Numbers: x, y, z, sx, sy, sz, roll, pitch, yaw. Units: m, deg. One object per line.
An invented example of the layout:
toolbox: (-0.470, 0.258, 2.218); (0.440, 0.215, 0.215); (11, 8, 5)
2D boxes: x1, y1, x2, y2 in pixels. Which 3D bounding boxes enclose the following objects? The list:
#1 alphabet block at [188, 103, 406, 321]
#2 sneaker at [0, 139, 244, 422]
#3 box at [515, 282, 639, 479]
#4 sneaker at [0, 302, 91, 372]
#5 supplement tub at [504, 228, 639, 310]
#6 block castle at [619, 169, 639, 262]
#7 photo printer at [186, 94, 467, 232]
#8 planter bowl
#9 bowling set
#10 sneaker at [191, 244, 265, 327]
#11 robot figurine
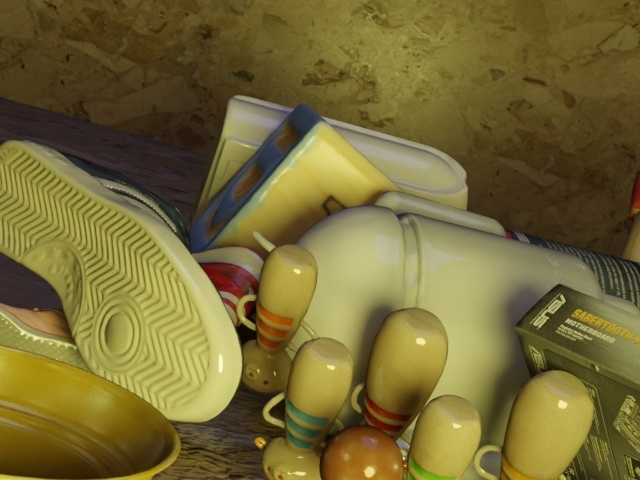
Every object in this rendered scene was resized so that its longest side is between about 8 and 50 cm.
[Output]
alphabet block: (0.000, 0.000, 1.352); (0.197, 0.193, 0.192); (41, 6, -12)
sneaker: (-0.144, 0.026, 1.097); (0.148, 0.131, 0.350); (15, 22, -48)
box: (0.249, 0.157, 0.973); (0.056, 0.231, 0.183); (-40, 39, -24)
sneaker: (-0.248, 0.076, 1.086); (0.134, 0.051, 0.070); (22, 11, -14)
supplement tub: (0.249, 0.100, 1.376); (0.272, 0.191, 0.191); (14, 9, -12)
block castle: (0.561, 0.085, 1.552); (0.453, 0.213, 0.303); (19, -32, 17)
photo printer: (0.007, -0.021, 1.545); (0.308, 0.256, 0.107); (14, 41, -9)
planter bowl: (-0.193, 0.127, 0.725); (0.217, 0.090, 0.217); (16, 9, -3)
bowling set: (0.027, 0.145, 0.927); (0.287, 0.154, 0.200); (27, 33, 16)
sneaker: (-0.153, 0.067, 1.212); (0.221, 0.087, 0.128); (-16, 21, 45)
robot figurine: (0.103, 0.084, 1.143); (0.353, 0.199, 0.300); (13, 46, -14)
